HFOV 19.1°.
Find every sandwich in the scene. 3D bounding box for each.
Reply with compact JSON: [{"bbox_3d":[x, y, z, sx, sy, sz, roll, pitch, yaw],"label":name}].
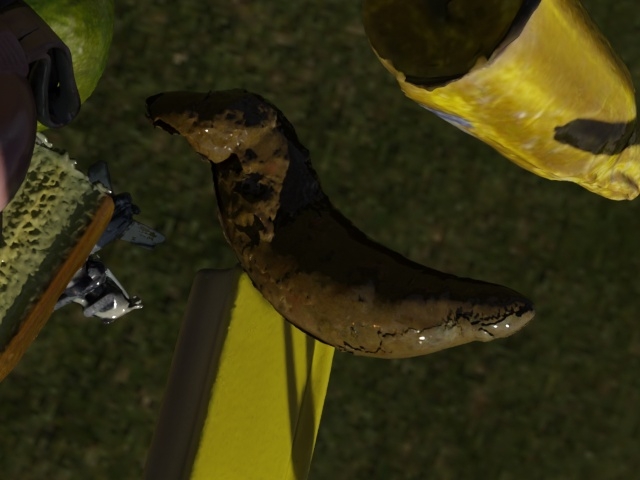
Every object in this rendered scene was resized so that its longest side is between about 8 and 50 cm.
[{"bbox_3d":[-0.279,0.028,1.608,0.235,0.122,0.128,-59,-177,-22],"label":"sandwich"}]

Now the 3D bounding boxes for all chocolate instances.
[{"bbox_3d":[0.194,-0.127,1.638,0.445,0.162,0.162,33,78,-57],"label":"chocolate"}]

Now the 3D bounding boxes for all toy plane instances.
[{"bbox_3d":[-0.278,0.025,1.781,0.262,0.088,0.192,-32,112,11],"label":"toy plane"}]

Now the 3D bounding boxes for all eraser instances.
[{"bbox_3d":[-0.070,0.155,1.693,0.158,0.069,0.226,39,56,-45],"label":"eraser"}]

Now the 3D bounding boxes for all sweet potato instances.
[{"bbox_3d":[-0.003,0.001,1.342,0.098,0.310,0.124,-39,163,-44],"label":"sweet potato"}]

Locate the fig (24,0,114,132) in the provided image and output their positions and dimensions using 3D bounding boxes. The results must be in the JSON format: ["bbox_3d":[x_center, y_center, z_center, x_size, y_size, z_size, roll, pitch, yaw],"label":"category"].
[{"bbox_3d":[-0.276,-0.166,1.482,0.235,0.203,0.203,-44,141,-65],"label":"fig"}]

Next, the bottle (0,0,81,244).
[{"bbox_3d":[-0.246,0.000,0.997,0.206,0.173,0.297,-23,154,-47],"label":"bottle"}]
